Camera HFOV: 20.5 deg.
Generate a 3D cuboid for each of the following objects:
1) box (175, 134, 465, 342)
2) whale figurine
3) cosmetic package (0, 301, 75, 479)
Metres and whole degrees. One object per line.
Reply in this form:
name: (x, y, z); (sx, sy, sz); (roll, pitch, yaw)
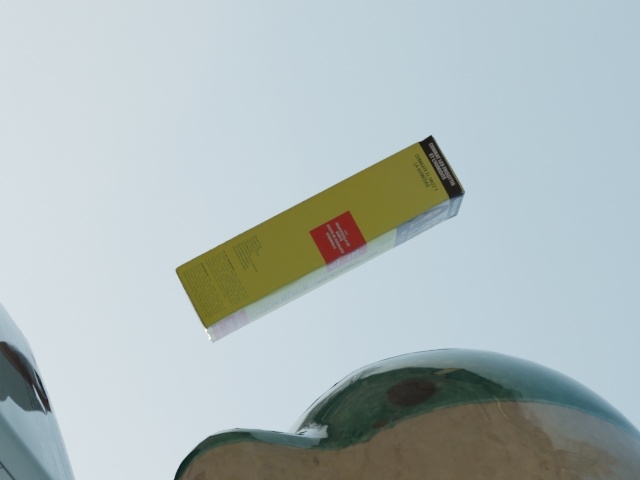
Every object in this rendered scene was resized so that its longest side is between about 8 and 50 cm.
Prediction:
box: (0.000, 0.000, 1.419); (0.232, 0.058, 0.087); (-27, 170, -6)
whale figurine: (-0.003, 0.138, 0.616); (0.272, 0.216, 0.141); (-25, -148, 2)
cosmetic package: (-0.228, 0.051, 0.780); (0.153, 0.296, 0.129); (-23, -123, -3)
